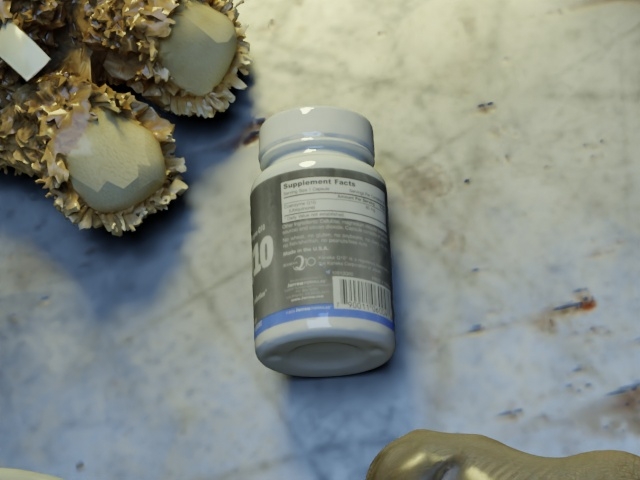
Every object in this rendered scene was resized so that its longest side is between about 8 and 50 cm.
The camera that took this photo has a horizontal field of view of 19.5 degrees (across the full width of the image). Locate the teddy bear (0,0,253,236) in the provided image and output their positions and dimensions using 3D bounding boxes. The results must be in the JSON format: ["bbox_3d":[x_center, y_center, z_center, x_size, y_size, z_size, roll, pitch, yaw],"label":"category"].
[{"bbox_3d":[-0.207,-0.128,1.112,0.338,0.113,0.245,11,76,5],"label":"teddy bear"}]

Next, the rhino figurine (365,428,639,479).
[{"bbox_3d":[0.130,0.157,0.951,0.243,0.073,0.106,6,72,10],"label":"rhino figurine"}]

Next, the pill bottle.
[{"bbox_3d":[0.000,0.000,1.030,0.078,0.078,0.137,-5,67,7],"label":"pill bottle"}]

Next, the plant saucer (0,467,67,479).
[{"bbox_3d":[-0.117,0.297,0.797,0.100,0.400,0.400,-31,64,27],"label":"plant saucer"}]
